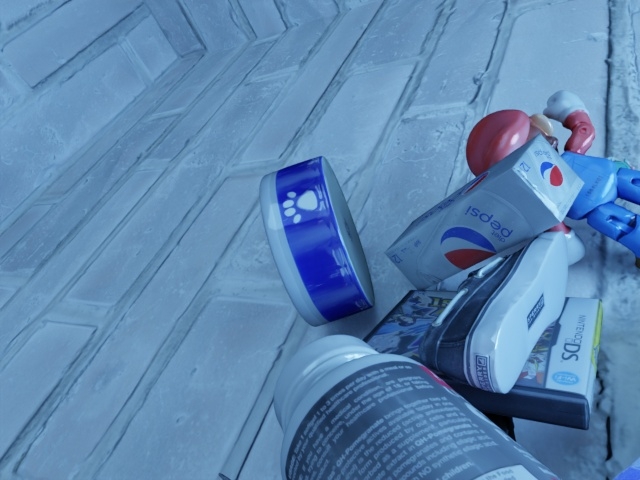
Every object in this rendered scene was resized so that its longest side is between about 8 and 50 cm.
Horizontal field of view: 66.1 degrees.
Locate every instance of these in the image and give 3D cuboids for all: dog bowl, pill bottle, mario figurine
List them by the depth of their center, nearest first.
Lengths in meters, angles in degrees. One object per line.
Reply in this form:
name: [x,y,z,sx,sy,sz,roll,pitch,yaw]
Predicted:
pill bottle: [0.071,0.204,0.403,0.176,0.176,0.318,-37,27,-10]
mario figurine: [0.369,-0.091,0.733,0.320,0.170,0.198,34,62,22]
dog bowl: [0.000,0.000,0.810,0.104,0.265,0.265,-19,38,9]

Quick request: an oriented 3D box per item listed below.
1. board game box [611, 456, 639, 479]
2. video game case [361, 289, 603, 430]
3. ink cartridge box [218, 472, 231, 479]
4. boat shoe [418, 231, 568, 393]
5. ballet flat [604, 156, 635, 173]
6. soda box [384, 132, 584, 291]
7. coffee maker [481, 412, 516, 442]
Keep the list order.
board game box: [0.355,0.266,0.315,0.232,0.141,0.291,-30,26,-13]
video game case: [0.199,0.128,0.631,0.274,0.035,0.248,0,18,33]
ink cartridge box: [0.032,0.368,0.439,0.069,0.176,0.371,-46,40,-19]
boat shoe: [0.216,0.069,0.588,0.102,0.108,0.301,4,27,40]
ballet flat: [0.385,-0.084,0.815,0.241,0.077,0.091,0,79,29]
soda box: [0.218,-0.025,0.710,0.098,0.091,0.286,-43,1,-35]
coffee maker: [0.139,0.241,0.587,0.178,0.120,0.171,-11,15,21]
